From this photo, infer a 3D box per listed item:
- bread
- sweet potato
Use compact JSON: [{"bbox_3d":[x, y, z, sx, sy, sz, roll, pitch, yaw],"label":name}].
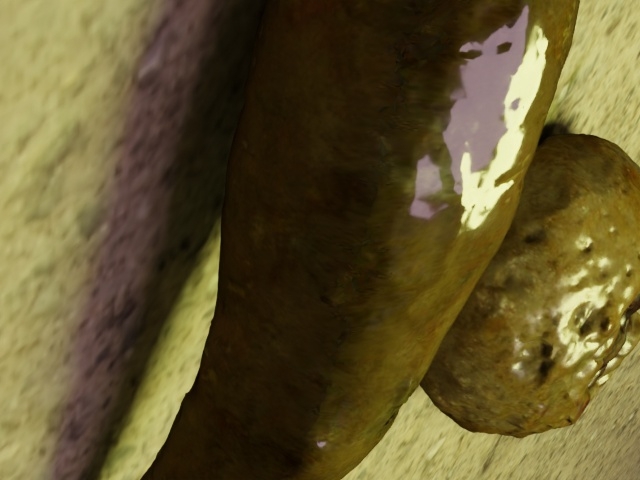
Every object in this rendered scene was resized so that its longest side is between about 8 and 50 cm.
[{"bbox_3d":[0.161,0.038,1.070,0.230,0.123,0.230,-44,153,-29],"label":"bread"},{"bbox_3d":[0.004,0.004,0.675,0.130,0.130,0.422,-23,143,-54],"label":"sweet potato"}]
